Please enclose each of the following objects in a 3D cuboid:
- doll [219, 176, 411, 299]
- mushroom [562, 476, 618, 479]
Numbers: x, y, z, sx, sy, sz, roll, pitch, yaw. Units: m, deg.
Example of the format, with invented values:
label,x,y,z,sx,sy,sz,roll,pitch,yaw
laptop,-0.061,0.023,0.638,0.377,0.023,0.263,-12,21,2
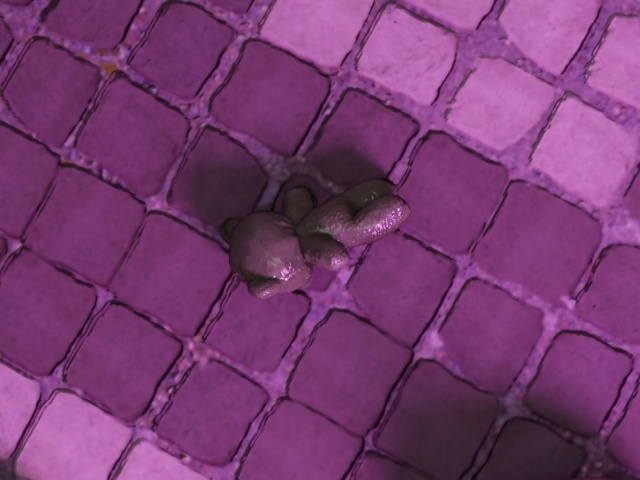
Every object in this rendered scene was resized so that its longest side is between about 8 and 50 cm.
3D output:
label,x,y,z,sx,sy,sz,roll,pitch,yaw
doll,0.000,0.000,1.519,0.150,0.077,0.115,-24,39,-3
mushroom,0.197,0.279,1.419,0.204,0.204,0.204,0,85,4
